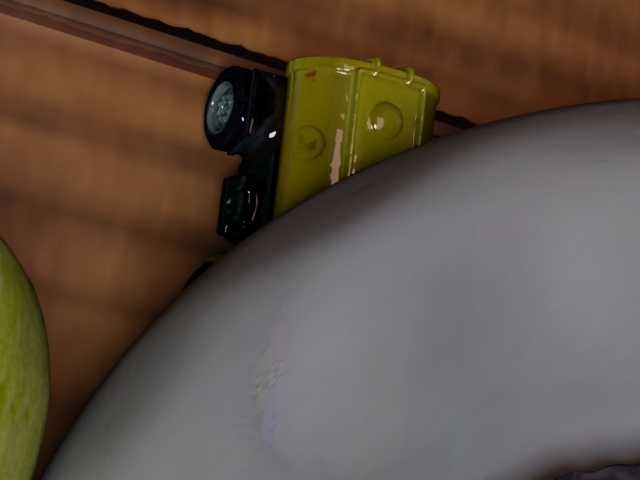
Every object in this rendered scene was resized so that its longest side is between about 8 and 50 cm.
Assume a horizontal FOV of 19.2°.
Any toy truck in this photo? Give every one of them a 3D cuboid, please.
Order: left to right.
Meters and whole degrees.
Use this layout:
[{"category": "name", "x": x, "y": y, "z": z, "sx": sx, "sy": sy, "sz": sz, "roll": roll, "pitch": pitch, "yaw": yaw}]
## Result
[{"category": "toy truck", "x": 0.000, "y": 0.000, "z": 0.455, "sx": 0.049, "sy": 0.054, "sz": 0.083, "roll": 12, "pitch": 78, "yaw": -29}]

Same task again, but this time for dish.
[{"category": "dish", "x": 0.074, "y": 0.127, "z": 0.345, "sx": 0.324, "sy": 0.124, "sz": 0.324, "roll": 0, "pitch": 87, "yaw": 6}]

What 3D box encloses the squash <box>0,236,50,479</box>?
[{"category": "squash", "x": -0.119, "y": 0.104, "z": 0.357, "sx": 0.083, "sy": 0.083, "sz": 0.250, "roll": 25, "pitch": 73, "yaw": -25}]
